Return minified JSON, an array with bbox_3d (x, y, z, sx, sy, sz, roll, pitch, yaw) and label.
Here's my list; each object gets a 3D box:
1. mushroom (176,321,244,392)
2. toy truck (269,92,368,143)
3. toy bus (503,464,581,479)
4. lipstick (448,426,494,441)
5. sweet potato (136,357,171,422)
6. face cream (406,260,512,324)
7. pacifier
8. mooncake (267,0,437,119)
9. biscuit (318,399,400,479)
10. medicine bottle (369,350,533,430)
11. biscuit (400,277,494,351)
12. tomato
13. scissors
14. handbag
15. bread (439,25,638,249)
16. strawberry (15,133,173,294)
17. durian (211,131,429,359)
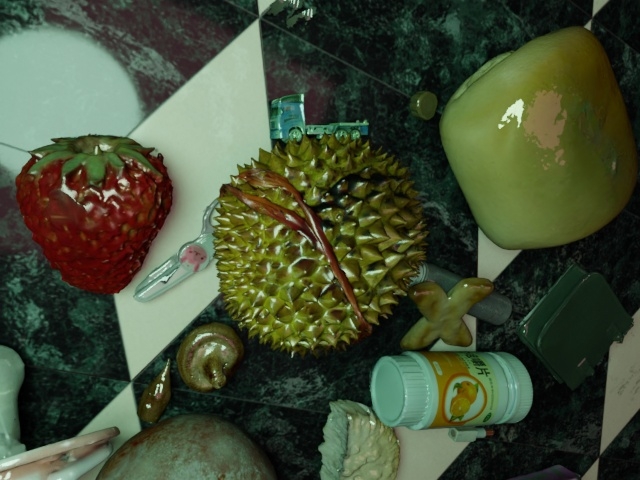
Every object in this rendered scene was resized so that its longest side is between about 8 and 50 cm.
[{"bbox_3d":[-0.194,0.207,0.810,0.126,0.085,0.109,-45,78,-4],"label":"mushroom"},{"bbox_3d":[-0.001,-0.211,0.795,0.175,0.067,0.081,-5,103,-20],"label":"toy truck"},{"bbox_3d":[0.578,0.689,1.216,0.274,0.090,0.112,-2,97,-22],"label":"toy bus"},{"bbox_3d":[0.376,0.472,1.118,0.129,0.030,0.030,9,99,-22],"label":"lipstick"},{"bbox_3d":[-0.287,0.264,0.806,0.049,0.049,0.117,20,88,-24],"label":"sweet potato"},{"bbox_3d":[0.288,0.110,0.977,0.284,0.073,0.073,22,94,-24],"label":"face cream"},{"bbox_3d":[-0.461,0.304,0.654,0.332,0.220,0.273,-21,110,9],"label":"pacifier"},{"bbox_3d":[0.075,-0.317,0.806,0.347,0.057,0.150,44,72,-21],"label":"mooncake"},{"bbox_3d":[0.089,0.472,0.978,0.179,0.084,0.280,-3,102,-20],"label":"biscuit"},{"bbox_3d":[0.276,0.316,0.974,0.319,0.158,0.157,5,100,-22],"label":"medicine bottle"},{"bbox_3d":[0.249,0.154,0.932,0.165,0.047,0.207,-5,134,-4],"label":"biscuit"},{"bbox_3d":[-0.219,0.447,0.744,0.317,0.282,0.316,-5,110,-14],"label":"tomato"},{"bbox_3d":[-0.215,0.027,0.787,0.242,0.030,0.118,-39,113,-13],"label":"scissors"},{"bbox_3d":[0.640,0.221,1.137,0.260,0.079,0.247,43,85,-25],"label":"handbag"},{"bbox_3d":[0.422,-0.183,0.867,0.348,0.253,0.375,-32,110,-8],"label":"bread"},{"bbox_3d":[-0.324,-0.027,0.671,0.206,0.205,0.244,-1,124,-21],"label":"strawberry"},{"bbox_3d":[0.002,0.004,0.718,0.347,0.348,0.384,62,36,-21],"label":"durian"}]
